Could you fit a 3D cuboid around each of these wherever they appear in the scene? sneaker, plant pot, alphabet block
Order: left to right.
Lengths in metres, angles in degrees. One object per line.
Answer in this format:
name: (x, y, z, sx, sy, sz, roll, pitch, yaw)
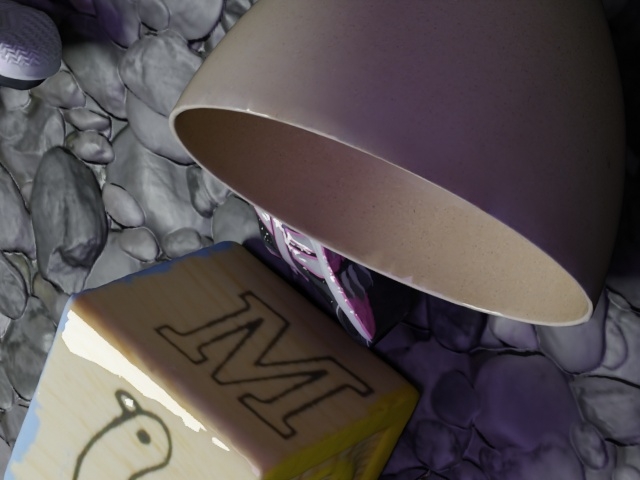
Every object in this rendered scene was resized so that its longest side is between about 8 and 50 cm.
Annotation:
sneaker: (-0.305, -0.120, 1.533, 0.268, 0.101, 0.153, 17, 113, 39)
alphabet block: (-0.080, 0.144, 1.373, 0.197, 0.193, 0.192, 38, 124, 23)
sneaker: (0.000, 0.000, 1.361, 0.077, 0.072, 0.178, -45, 66, 49)
plant pot: (0.074, -0.094, 1.166, 0.284, 0.284, 0.191, 18, 77, 33)

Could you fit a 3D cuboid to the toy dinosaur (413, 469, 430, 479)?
toy dinosaur: (0.090, 0.209, 1.373, 0.082, 0.047, 0.090, 54, 161, 1)
